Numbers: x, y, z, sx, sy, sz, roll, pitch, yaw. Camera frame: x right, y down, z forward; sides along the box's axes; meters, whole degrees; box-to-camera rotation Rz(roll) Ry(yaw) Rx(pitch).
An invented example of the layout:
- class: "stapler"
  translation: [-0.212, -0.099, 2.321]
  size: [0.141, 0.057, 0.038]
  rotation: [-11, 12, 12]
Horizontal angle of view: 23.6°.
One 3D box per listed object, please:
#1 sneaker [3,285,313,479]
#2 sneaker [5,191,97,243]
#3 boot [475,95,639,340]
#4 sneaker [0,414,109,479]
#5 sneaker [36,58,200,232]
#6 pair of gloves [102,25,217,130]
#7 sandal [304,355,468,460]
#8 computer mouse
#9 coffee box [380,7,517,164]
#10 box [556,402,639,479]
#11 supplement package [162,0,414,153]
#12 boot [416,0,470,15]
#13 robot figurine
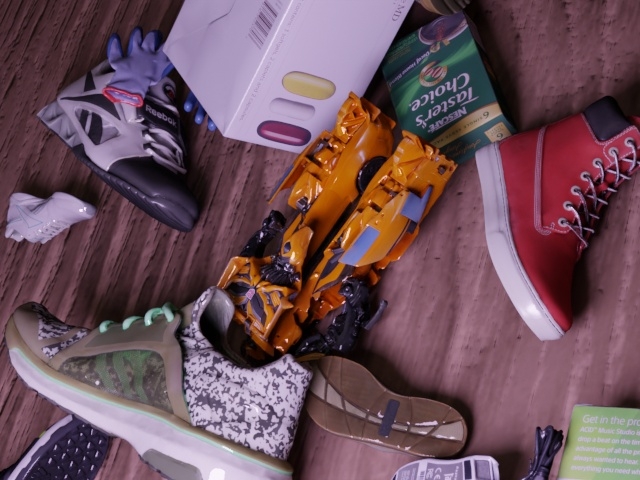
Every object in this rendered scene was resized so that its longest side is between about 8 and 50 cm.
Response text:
- class: "sneaker"
  translation: [-0.152, 0.124, 1.553]
  size: [0.410, 0.158, 0.182]
  rotation: [25, 86, 36]
- class: "sneaker"
  translation: [-0.330, -0.025, 1.881]
  size: [0.152, 0.053, 0.061]
  rotation: [-2, 67, 42]
- class: "boot"
  translation: [0.247, -0.030, 1.437]
  size: [0.176, 0.088, 0.244]
  rotation: [-23, 45, 19]
- class: "sneaker"
  translation: [-0.328, 0.262, 1.640]
  size: [0.235, 0.084, 0.097]
  rotation: [-49, 43, -4]
- class: "sneaker"
  translation: [-0.217, -0.130, 1.818]
  size: [0.146, 0.122, 0.330]
  rotation: [-48, 45, -1]
- class: "pair of gloves"
  translation: [-0.162, -0.192, 1.818]
  size: [0.198, 0.023, 0.159]
  rotation: [17, 41, -4]
- class: "sandal"
  translation: [0.061, 0.167, 1.458]
  size: [0.180, 0.049, 0.072]
  rotation: [18, 76, 27]
- class: "computer mouse"
  translation: [0.133, 0.221, 1.344]
  size: [0.193, 0.042, 0.106]
  rotation: [-15, 54, 49]
- class: "coffee box"
  translation: [0.133, -0.160, 1.643]
  size: [0.113, 0.040, 0.184]
  rotation: [-28, 47, 17]
- class: "box"
  translation: [0.278, 0.286, 1.202]
  size: [0.232, 0.058, 0.322]
  rotation: [0, 60, 36]
- class: "supplement package"
  translation: [-0.029, -0.258, 1.689]
  size: [0.262, 0.145, 0.204]
  rotation: [-62, 39, 23]
- class: "boot"
  translation: [0.127, -0.365, 1.763]
  size: [0.236, 0.089, 0.269]
  rotation: [-36, 33, -15]
- class: "robot figurine"
  translation: [0.000, 0.000, 1.572]
  size: [0.291, 0.085, 0.211]
  rotation: [-54, 44, 3]
